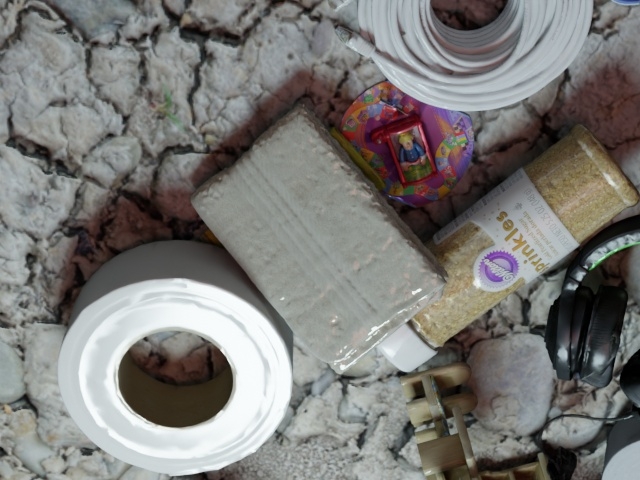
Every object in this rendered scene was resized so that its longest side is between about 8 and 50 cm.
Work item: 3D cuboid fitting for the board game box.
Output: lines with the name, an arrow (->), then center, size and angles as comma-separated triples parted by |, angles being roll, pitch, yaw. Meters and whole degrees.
board game box -> 0.102, -0.107, 1.520 | 0.168, 0.033, 0.133 | 22, 110, -14

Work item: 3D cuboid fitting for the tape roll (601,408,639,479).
tape roll -> 0.483, 0.309, 1.675 | 0.219, 0.072, 0.219 | 11, 130, 13

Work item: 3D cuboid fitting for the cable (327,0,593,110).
cable -> 0.168, -0.268, 1.416 | 0.257, 0.089, 0.257 | 40, 110, -21

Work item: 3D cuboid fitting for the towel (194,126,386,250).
towel -> -0.040, -0.028, 1.538 | 0.237, 0.021, 0.102 | -38, 113, 17

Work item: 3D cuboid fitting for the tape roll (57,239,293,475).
tape roll -> -0.173, 0.146, 1.559 | 0.286, 0.100, 0.286 | -1, 118, -1

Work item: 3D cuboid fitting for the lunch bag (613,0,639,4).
lunch bag -> 0.414, -0.386, 1.381 | 0.303, 0.115, 0.243 | -14, 120, 2

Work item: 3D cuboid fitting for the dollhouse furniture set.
dollhouse furniture set -> 0.217, 0.297, 1.623 | 0.161, 0.212, 0.242 | -15, 141, 3

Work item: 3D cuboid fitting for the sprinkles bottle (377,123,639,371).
sprinkles bottle -> 0.207, 0.010, 1.535 | 0.355, 0.121, 0.121 | -38, 112, 11

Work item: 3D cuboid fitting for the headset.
headset -> 0.373, 0.155, 1.536 | 0.243, 0.185, 0.394 | 29, 122, 4

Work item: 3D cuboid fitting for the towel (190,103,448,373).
towel -> 0.000, 0.000, 1.488 | 0.187, 0.049, 0.282 | -39, 88, 15
